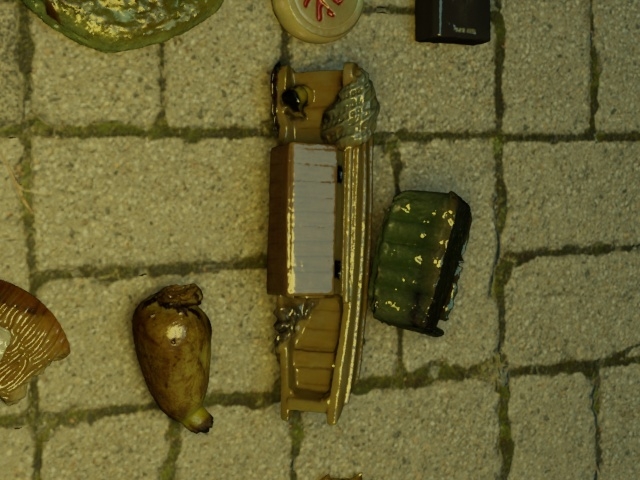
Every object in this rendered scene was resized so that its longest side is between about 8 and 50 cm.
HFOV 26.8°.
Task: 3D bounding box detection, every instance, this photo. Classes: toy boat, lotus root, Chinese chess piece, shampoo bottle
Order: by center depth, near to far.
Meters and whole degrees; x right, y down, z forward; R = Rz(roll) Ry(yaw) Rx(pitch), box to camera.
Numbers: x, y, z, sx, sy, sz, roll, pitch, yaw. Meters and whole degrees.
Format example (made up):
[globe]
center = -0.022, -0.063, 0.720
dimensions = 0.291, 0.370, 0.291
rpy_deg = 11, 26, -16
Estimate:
[lotus root]
center = -0.173, 0.148, 1.607
dimensions = 0.095, 0.108, 0.190
rpy_deg = -4, 108, -1
[toy boat]
center = 0.000, 0.000, 1.652
dimensions = 0.162, 0.136, 0.445
rpy_deg = 0, 91, -69
[Chinese chess piece]
center = -0.003, -0.311, 1.709
dimensions = 0.122, 0.051, 0.122
rpy_deg = -1, 93, -28
[shampoo bottle]
center = 0.175, -0.419, 1.792
dimensions = 0.098, 0.071, 0.309
rpy_deg = -1, 90, -25

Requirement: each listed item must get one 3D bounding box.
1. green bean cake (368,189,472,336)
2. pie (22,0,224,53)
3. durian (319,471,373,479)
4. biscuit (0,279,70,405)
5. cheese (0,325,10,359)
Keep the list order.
[green bean cake]
center = 0.127, 0.027, 1.725
dimensions = 0.094, 0.173, 0.181
rpy_deg = 12, 87, 14
[pie]
center = -0.243, -0.378, 1.570
dimensions = 0.323, 0.070, 0.323
rpy_deg = -1, 92, -26
[durian]
center = 0.041, 0.400, 1.736
dimensions = 0.305, 0.185, 0.195
rpy_deg = -4, 70, -20
[biscuit]
center = -0.407, 0.126, 1.519
dimensions = 0.229, 0.031, 0.176
rpy_deg = -32, 105, -24
[cheese]
center = -0.412, 0.206, 1.485
dimensions = 0.127, 0.054, 0.251
rpy_deg = 26, 90, -28
